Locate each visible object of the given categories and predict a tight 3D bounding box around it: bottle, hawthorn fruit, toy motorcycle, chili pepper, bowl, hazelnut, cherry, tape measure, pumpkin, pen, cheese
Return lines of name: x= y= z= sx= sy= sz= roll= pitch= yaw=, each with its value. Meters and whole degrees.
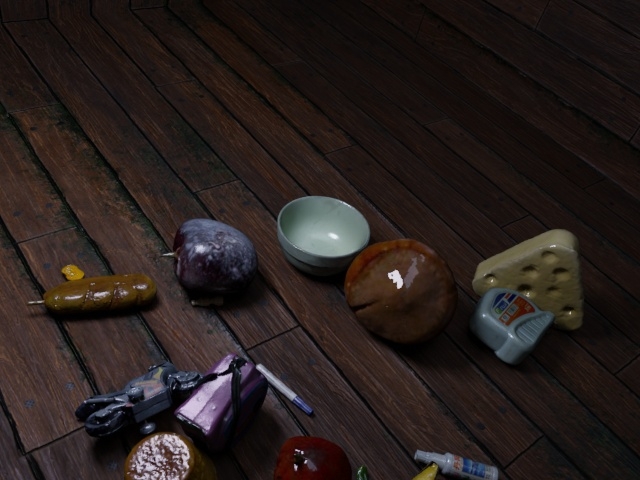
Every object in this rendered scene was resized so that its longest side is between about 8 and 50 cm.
bottle: x=0.354 y=0.594 z=1.607 sx=0.217 sy=0.060 sz=0.060 roll=16 pitch=43 yaw=0
hawthorn fruit: x=-0.031 y=0.540 z=1.433 sx=0.190 sy=0.251 sz=0.189 roll=-11 pitch=42 yaw=10
toy motorcycle: x=-0.442 y=0.389 z=1.523 sx=0.307 sy=0.108 sz=0.173 roll=-20 pitch=17 yaw=-28
chili pepper: x=0.114 y=0.613 z=1.539 sx=0.030 sy=0.034 sz=0.091 roll=25 pitch=29 yaw=-43
bowl: x=0.000 y=0.000 z=2.037 sx=0.307 sy=0.163 sz=0.307 roll=8 pitch=44 yaw=-8
hazelnut: x=0.254 y=0.148 z=1.878 sx=0.372 sy=0.315 sz=0.372 roll=36 pitch=17 yaw=-13
cherry: x=-0.331 y=0.052 z=1.842 sx=0.296 sy=0.218 sz=0.255 roll=12 pitch=18 yaw=-24
tape measure: x=-0.239 y=0.393 z=1.497 sx=0.149 sy=0.245 sz=0.231 roll=26 pitch=55 yaw=16
pumpkin: x=-0.727 y=0.103 z=1.805 sx=0.050 sy=0.028 sz=0.083 roll=-23 pitch=47 yaw=-33
tape measure: x=0.610 y=0.271 z=1.974 sx=0.246 sy=0.125 sz=0.243 roll=39 pitch=41 yaw=19
pen: x=-0.100 y=0.409 z=1.684 sx=0.204 sy=0.025 sz=0.025 roll=36 pitch=46 yaw=19
cheese: x=0.728 y=0.110 z=2.012 sx=0.384 sy=0.383 sz=0.104 roll=23 pitch=46 yaw=7

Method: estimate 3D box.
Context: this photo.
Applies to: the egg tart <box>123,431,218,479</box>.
egg tart: x=-0.348 y=0.534 z=1.374 sx=0.215 sy=0.170 sz=0.215 roll=-2 pitch=48 yaw=3

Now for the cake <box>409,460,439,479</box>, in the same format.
cake: x=0.224 y=0.631 z=1.534 sx=0.116 sy=0.079 sz=0.184 roll=12 pitch=51 yaw=14

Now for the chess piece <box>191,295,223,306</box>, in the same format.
chess piece: x=-0.340 y=0.182 z=1.840 sx=0.092 sy=0.035 sz=0.035 roll=-4 pitch=46 yaw=-16

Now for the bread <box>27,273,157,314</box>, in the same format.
bread: x=-0.640 y=0.159 z=1.736 sx=0.344 sy=0.083 sz=0.124 roll=-7 pitch=26 yaw=-23
